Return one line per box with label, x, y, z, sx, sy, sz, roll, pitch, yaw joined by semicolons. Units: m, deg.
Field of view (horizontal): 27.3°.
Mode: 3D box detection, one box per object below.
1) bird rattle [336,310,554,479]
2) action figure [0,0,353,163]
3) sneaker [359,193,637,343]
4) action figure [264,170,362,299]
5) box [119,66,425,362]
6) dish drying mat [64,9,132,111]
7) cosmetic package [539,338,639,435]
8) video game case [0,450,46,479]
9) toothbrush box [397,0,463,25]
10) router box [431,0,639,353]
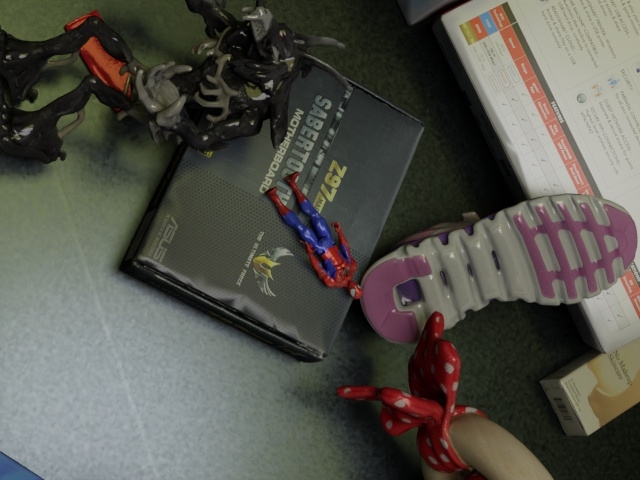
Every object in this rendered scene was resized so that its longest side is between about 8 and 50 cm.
bird rattle;0.132;0.193;1.057;0.143;0.207;0.254;-25;125;-31
action figure;-0.118;-0.140;1.013;0.275;0.141;0.164;-10;61;1
sneaker;0.148;0.011;1.123;0.236;0.104;0.095;-15;103;6
action figure;0.000;0.000;1.077;0.038;0.030;0.115;-38;100;-24
box;-0.037;-0.038;1.114;0.183;0.059;0.233;29;75;-15
dish drying mat;-0.179;-0.151;1.103;0.032;0.008;0.083;-32;95;-19
cosmetic package;0.266;0.127;1.211;0.115;0.041;0.060;-30;94;-20
video game case;-0.184;0.258;0.720;0.269;0.061;0.244;30;72;9
toothbrush box;0.101;-0.356;1.122;0.122;0.206;0.283;-28;94;-21
router box;0.307;-0.113;1.181;0.301;0.082;0.336;-26;93;0
